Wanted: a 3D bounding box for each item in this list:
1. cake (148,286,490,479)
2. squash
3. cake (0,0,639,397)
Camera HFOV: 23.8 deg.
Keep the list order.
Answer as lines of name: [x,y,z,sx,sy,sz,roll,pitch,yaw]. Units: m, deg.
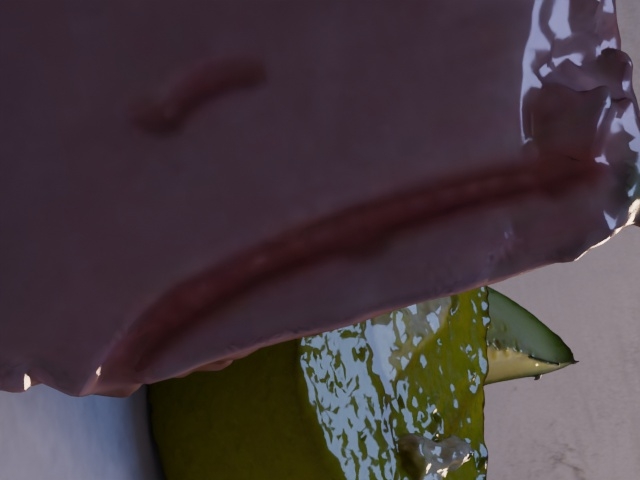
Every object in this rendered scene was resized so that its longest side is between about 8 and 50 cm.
cake: [0.005,0.061,0.916,0.179,0.156,0.260,34,48,-45]
squash: [0.091,0.052,1.350,0.093,0.252,0.169,-92,170,-50]
cake: [-0.021,-0.114,0.644,0.307,0.293,0.314,-29,103,-84]
